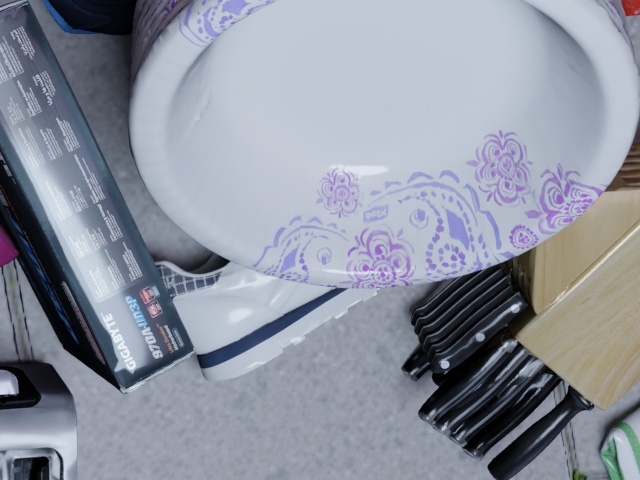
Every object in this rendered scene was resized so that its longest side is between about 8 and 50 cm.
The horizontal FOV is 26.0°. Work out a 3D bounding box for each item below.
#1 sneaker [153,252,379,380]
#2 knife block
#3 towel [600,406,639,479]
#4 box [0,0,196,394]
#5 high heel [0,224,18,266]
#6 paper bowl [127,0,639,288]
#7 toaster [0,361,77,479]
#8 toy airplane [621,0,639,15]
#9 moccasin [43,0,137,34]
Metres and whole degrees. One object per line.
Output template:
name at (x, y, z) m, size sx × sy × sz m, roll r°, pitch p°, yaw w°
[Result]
sneaker at (0.000, 0.000, 0.941) m, size 0.235 × 0.090 × 0.095 m, roll -32°, pitch 95°, yaw -19°
knife block at (0.199, 0.056, 0.977) m, size 0.276 × 0.088 × 0.242 m, roll -4°, pitch 115°, yaw -7°
towel at (0.390, 0.195, 1.137) m, size 0.325 × 0.038 × 0.248 m, roll -23°, pitch 101°, yaw -19°
box at (-0.162, -0.028, 0.820) m, size 0.051 × 0.175 × 0.220 m, roll -29°, pitch 105°, yaw -18°
high heel at (-0.282, -0.147, 0.783) m, size 0.181 × 0.127 × 0.377 m, roll -6°, pitch 111°, yaw -9°
paper bowl at (0.032, -0.109, 0.805) m, size 0.284 × 0.284 × 0.148 m, roll 15°, pitch 50°, yaw -23°
toaster at (-0.238, 0.168, 0.837) m, size 0.168 × 0.110 × 0.185 m, roll 0°, pitch 94°, yaw -21°
toy airplane at (0.291, -0.269, 0.938) m, size 0.384 × 0.272 × 0.386 m, roll 19°, pitch 119°, yaw -10°
moccasin at (-0.020, -0.231, 0.894) m, size 0.342 × 0.117 × 0.137 m, roll -41°, pitch 107°, yaw -14°
